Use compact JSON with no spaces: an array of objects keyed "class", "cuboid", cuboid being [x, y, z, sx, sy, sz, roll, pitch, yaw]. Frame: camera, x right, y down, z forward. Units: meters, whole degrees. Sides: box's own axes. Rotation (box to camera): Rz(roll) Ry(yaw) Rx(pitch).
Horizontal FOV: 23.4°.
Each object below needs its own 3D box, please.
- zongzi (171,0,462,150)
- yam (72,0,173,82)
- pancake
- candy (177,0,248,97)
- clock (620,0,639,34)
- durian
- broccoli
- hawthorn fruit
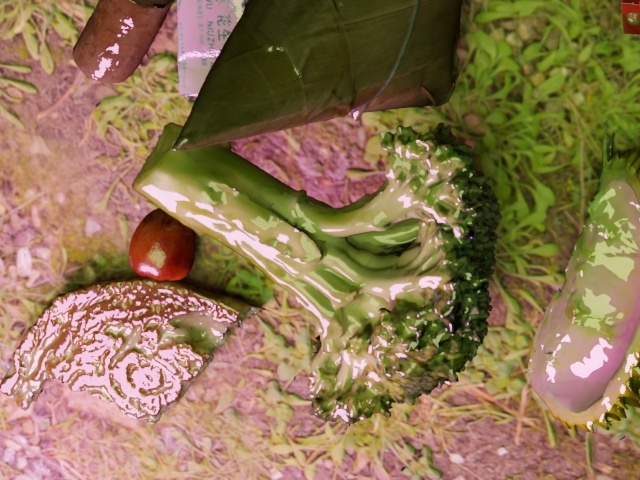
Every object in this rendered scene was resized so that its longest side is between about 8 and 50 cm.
[{"class":"zongzi","cuboid":[0.000,-0.283,1.519,0.174,0.393,0.356,16,113,37]},{"class":"yam","cuboid":[-0.223,-0.244,1.749,0.084,0.084,0.127,34,129,1]},{"class":"pancake","cuboid":[-0.238,0.136,1.930,0.377,0.054,0.197,-12,106,22]},{"class":"candy","cuboid":[-0.108,-0.237,1.730,0.092,0.073,0.160,8,112,19]},{"class":"clock","cuboid":[0.400,-0.210,1.466,0.235,0.309,0.166,6,111,14]},{"class":"durian","cuboid":[0.322,0.069,1.692,0.169,0.158,0.351,24,120,19]},{"class":"broccoli","cuboid":[0.003,0.035,1.708,0.397,0.275,0.353,-1,102,12]},{"class":"hawthorn fruit","cuboid":[-0.185,-0.001,1.846,0.081,0.081,0.093,15,98,10]}]
